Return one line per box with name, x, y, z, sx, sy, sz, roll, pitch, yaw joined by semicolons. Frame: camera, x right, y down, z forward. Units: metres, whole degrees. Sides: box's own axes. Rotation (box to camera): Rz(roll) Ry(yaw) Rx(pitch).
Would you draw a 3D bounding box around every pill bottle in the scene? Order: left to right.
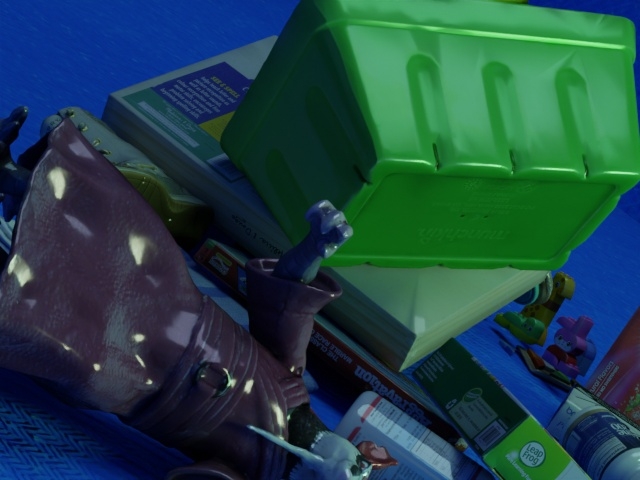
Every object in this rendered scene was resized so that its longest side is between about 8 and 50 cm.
pill bottle;0.076;0.191;1.308;0.160;0.087;0.087;35;13;7
pill bottle;0.300;0.226;1.753;0.067;0.067;0.120;22;16;-38

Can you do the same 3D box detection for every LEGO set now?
LEGO set;0.278;0.085;2.113;0.087;0.093;0.227;24;9;-40

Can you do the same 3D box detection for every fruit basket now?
fruit basket;0.105;-0.176;1.659;0.392;0.283;0.392;15;50;-18

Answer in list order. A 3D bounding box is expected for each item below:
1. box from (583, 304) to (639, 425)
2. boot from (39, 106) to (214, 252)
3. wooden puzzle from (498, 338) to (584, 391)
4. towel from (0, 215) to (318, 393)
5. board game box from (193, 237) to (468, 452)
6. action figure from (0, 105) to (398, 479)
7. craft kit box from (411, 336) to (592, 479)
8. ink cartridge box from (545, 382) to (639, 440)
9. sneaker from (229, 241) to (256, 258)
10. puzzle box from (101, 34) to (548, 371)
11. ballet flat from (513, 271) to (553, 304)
box;0.445;0.115;1.984;0.154;0.300;0.142;40;15;27
boot;-0.207;-0.063;1.600;0.165;0.077;0.213;39;9;23
wooden puzzle;0.273;0.153;2.078;0.116;0.014;0.078;25;15;-28
towel;-0.141;0.054;1.423;0.209;0.034;0.285;41;15;29
board game box;0.017;0.097;1.581;0.281;0.027;0.145;37;4;15
action figure;-0.109;0.094;1.170;0.370;0.248;0.275;41;-34;-23
craft kit box;0.193;0.206;1.385;0.247;0.061;0.250;50;0;-14
ink cartridge box;0.345;0.237;1.867;0.207;0.046;0.097;35;14;8
sneaker;-0.001;0.040;1.718;0.188;0.071;0.066;32;13;-5
puzzle box;0.011;-0.052;1.741;0.409;0.052;0.272;38;38;21
ballet flat;0.163;-0.073;1.866;0.106;0.107;0.316;-34;79;-32
